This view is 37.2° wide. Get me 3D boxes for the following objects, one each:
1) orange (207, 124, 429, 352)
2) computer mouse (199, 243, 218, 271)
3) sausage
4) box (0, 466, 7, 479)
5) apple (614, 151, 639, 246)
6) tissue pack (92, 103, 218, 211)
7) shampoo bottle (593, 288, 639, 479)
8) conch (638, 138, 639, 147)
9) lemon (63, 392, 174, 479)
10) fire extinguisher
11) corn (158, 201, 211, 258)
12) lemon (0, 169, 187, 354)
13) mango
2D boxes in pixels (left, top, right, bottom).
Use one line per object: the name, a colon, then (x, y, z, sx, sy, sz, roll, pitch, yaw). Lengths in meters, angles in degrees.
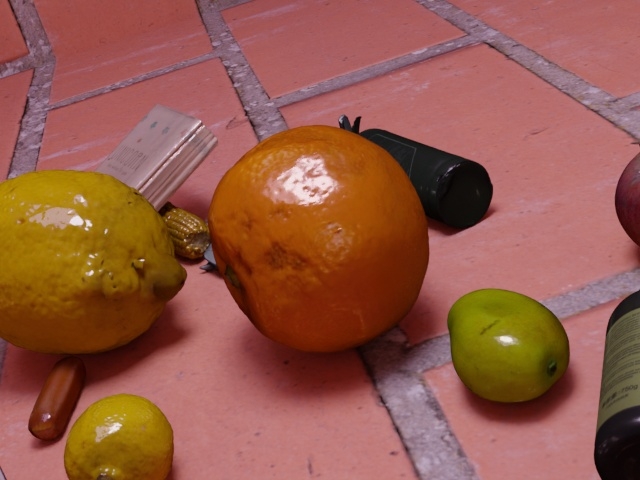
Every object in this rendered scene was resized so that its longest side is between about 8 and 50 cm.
orange: (0.000, 0.000, 1.079, 0.261, 0.261, 0.261, -13, 27, 7)
computer mouse: (-0.073, -0.018, 1.363, 0.229, 0.068, 0.113, -19, 25, -5)
sausage: (-0.315, 0.189, 1.136, 0.039, 0.041, 0.131, -7, 28, 7)
box: (-0.319, 0.292, 0.945, 0.055, 0.039, 0.218, -26, 28, -20)
apple: (0.415, -0.046, 1.071, 0.153, 0.120, 0.153, -34, 23, 16)
tissue pack: (-0.310, -0.064, 1.459, 0.325, 0.071, 0.170, -49, 33, -12)
shampoo bottle: (0.310, 0.112, 0.867, 0.101, 0.101, 0.284, -4, 29, 23)
conch: (0.556, -0.158, 1.179, 0.263, 0.186, 0.324, -11, 22, -32)
lemon: (-0.202, 0.213, 0.957, 0.109, 0.109, 0.133, -15, 18, 2)
fire extinguisher: (0.116, -0.110, 1.388, 0.095, 0.114, 0.311, -19, 24, -25)
corn: (-0.231, -0.022, 1.462, 0.068, 0.068, 0.207, -30, 29, -25)
lemon: (-0.321, 0.029, 1.219, 0.320, 0.245, 0.245, 6, 33, 20)
mango: (0.190, 0.100, 0.970, 0.117, 0.089, 0.163, -12, 27, 8)
